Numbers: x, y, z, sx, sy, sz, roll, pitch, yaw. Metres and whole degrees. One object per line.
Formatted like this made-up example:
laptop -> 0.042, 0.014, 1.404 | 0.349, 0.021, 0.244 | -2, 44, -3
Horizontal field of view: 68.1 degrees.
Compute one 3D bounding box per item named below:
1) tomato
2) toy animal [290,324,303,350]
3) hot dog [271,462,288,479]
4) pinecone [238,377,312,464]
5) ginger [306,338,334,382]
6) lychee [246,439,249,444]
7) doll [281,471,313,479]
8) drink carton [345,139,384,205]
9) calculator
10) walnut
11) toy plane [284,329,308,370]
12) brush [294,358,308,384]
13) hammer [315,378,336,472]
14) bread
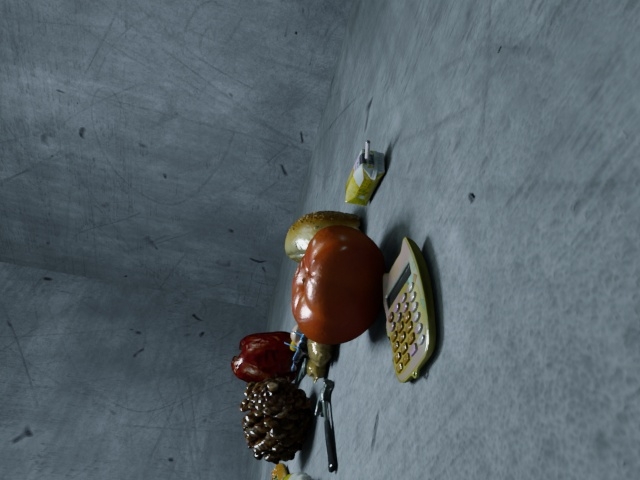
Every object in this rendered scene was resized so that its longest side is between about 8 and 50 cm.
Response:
tomato -> 0.040, 0.096, 1.001 | 0.260, 0.180, 0.259 | -170, 90, -79
toy animal -> -0.058, 0.347, 1.693 | 0.091, 0.082, 0.114 | -41, -37, -46
hot dog -> -0.139, 0.819, 1.619 | 0.188, 0.055, 0.072 | 154, 126, -78
pinecone -> -0.133, 0.545, 1.443 | 0.224, 0.224, 0.272 | -105, 11, -71
ginger -> 0.015, 0.248, 1.332 | 0.148, 0.081, 0.333 | 15, -91, -78
lychee -> -0.224, 0.762, 1.884 | 0.197, 0.165, 0.165 | -29, 43, 41
doll -> -0.077, 0.709, 1.186 | 0.252, 0.111, 0.237 | 128, 152, -52
drink carton -> 0.119, -0.176, 1.202 | 0.200, 0.075, 0.084 | 115, 163, -54
calculator -> 0.147, 0.119, 0.786 | 0.157, 0.033, 0.236 | 112, 164, -46
walnut -> -0.206, 0.456, 1.833 | 0.244, 0.269, 0.221 | 129, 151, -66
toy plane -> -0.038, 0.328, 1.465 | 0.169, 0.078, 0.246 | -69, -22, -16
brush -> -0.066, 0.483, 1.720 | 0.266, 0.027, 0.062 | 108, 170, -59
hammer -> 0.017, 0.469, 1.178 | 0.246, 0.029, 0.103 | -98, 22, -62
bread -> -0.005, 0.000, 1.376 | 0.314, 0.192, 0.171 | 143, 136, -77
